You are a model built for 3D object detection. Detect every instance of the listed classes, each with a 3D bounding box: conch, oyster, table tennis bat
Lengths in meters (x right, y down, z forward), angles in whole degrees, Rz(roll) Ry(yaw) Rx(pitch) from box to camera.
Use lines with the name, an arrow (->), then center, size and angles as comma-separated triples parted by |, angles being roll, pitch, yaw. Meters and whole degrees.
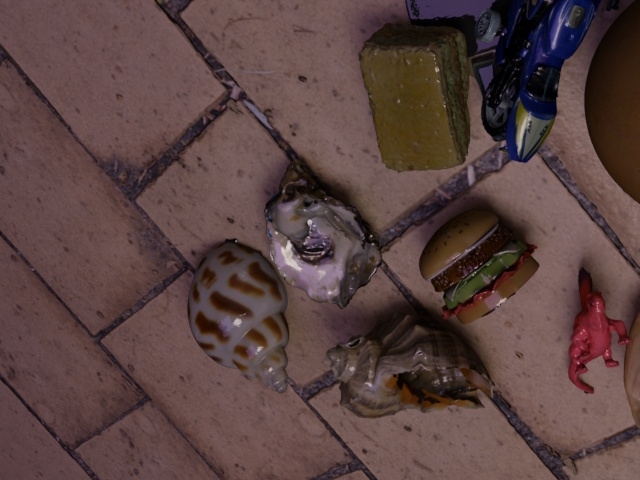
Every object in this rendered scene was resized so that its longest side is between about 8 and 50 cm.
conch -> 0.147, 0.196, 1.285 | 0.291, 0.159, 0.210 | 8, 138, -25
oyster -> 0.000, 0.000, 1.289 | 0.214, 0.083, 0.223 | 34, 130, 9
table tennis bat -> 0.218, -0.281, 1.081 | 0.173, 0.022, 0.301 | -12, 109, 28
conch -> -0.139, 0.144, 1.383 | 0.275, 0.149, 0.183 | 43, 129, 1

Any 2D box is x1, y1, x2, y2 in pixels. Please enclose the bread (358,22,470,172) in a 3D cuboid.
bread -> 0.138, -0.199, 1.097 | 0.138, 0.102, 0.196 | 10, 129, 38

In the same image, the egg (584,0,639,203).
egg -> 0.476, -0.150, 0.853 | 0.373, 0.301, 0.301 | 17, 124, 44

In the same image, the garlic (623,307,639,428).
garlic -> 0.512, 0.143, 1.080 | 0.145, 0.164, 0.245 | 30, 117, -18

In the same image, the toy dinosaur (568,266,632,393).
toy dinosaur -> 0.394, 0.126, 1.171 | 0.070, 0.139, 0.286 | -12, 151, 6

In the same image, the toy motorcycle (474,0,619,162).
toy motorcycle -> 0.279, -0.256, 0.965 | 0.113, 0.169, 0.316 | 9, 110, -19

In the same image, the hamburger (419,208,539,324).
hamburger -> 0.225, 0.029, 1.157 | 0.175, 0.175, 0.137 | -38, 90, 34
